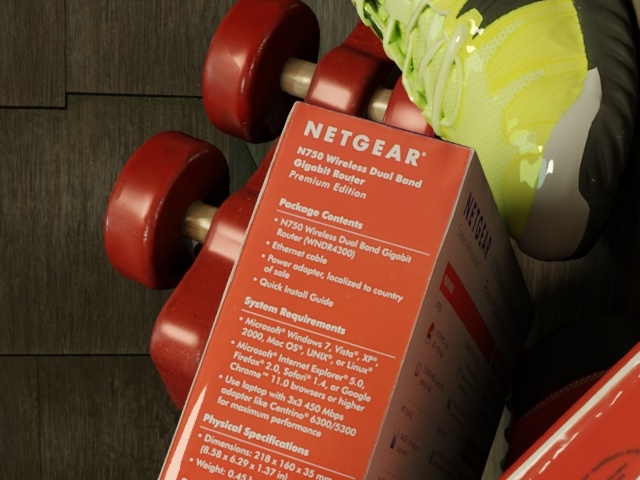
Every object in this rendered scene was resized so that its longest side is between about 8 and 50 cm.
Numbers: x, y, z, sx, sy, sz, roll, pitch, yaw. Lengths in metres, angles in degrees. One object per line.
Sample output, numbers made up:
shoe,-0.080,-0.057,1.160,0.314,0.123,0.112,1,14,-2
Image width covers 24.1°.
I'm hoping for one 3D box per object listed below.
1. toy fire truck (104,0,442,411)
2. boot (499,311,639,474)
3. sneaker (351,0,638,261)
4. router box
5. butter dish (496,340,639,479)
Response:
toy fire truck,0.000,0.000,1.001,0.302,0.169,0.254,-59,-25,-25
boot,0.099,0.155,0.744,0.244,0.088,0.176,-55,27,32
sneaker,0.070,-0.137,0.847,0.145,0.147,0.385,101,162,-46
router box,0.012,0.131,0.737,0.335,0.082,0.301,51,-123,-71
butter dish,0.141,0.125,0.549,0.160,0.118,0.160,-46,20,9
